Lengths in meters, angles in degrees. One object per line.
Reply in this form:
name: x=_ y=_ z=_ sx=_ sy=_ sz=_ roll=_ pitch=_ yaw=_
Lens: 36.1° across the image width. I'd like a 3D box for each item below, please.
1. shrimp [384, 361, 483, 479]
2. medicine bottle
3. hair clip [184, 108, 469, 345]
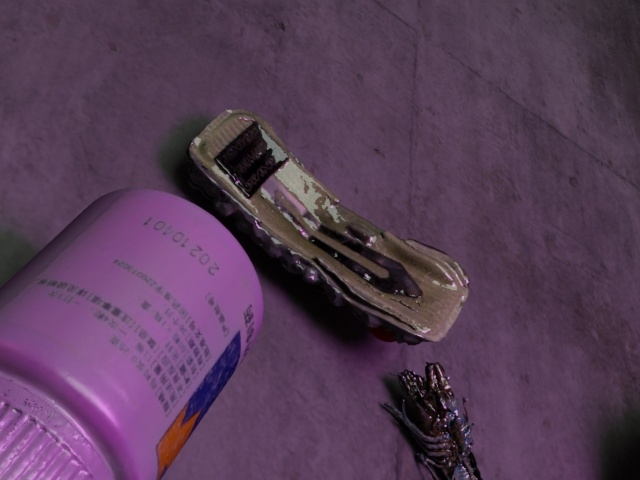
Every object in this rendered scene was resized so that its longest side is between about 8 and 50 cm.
shrimp: x=0.124 y=0.210 z=1.010 sx=0.082 sy=0.076 sz=0.174 roll=-20 pitch=77 yaw=-7
medicine bottle: x=-0.175 y=0.106 z=0.698 sx=0.178 sy=0.178 sz=0.291 roll=44 pitch=40 yaw=-9
hair clip: x=-0.001 y=0.000 z=1.017 sx=0.321 sy=0.091 sz=0.138 roll=38 pitch=48 yaw=2
